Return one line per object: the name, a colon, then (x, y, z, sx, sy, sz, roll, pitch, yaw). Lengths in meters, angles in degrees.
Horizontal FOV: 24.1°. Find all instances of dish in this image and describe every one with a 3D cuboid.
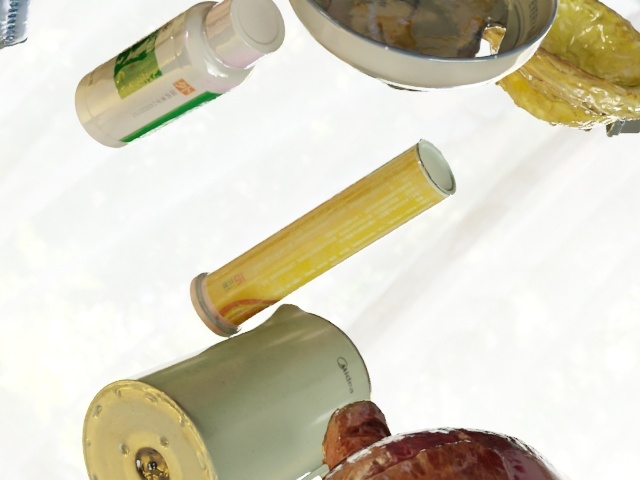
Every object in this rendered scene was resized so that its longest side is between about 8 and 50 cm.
dish: (0.089, -0.219, 1.494, 0.273, 0.273, 0.134, 41, 141, 25)

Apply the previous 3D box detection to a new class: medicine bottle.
medicine bottle: (0.000, 0.000, 2.154, 0.108, 0.426, 0.108, 40, -148, -32)
medicine bottle: (-0.141, -0.171, 1.491, 0.095, 0.095, 0.260, 37, 144, -29)

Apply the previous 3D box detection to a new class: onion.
onion: (0.096, 0.300, 1.457, 0.348, 0.348, 0.385, 35, -164, -41)

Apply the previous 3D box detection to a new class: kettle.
kettle: (-0.096, 0.306, 2.108, 0.377, 0.250, 0.361, -23, -90, -49)

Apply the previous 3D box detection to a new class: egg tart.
egg tart: (0.333, -0.248, 2.069, 0.315, 0.120, 0.315, 20, -145, -14)

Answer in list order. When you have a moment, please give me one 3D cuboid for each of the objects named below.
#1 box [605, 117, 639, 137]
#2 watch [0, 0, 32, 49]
box: (0.477, -0.214, 2.334, 0.054, 0.099, 0.074, 3, 153, -2)
watch: (-0.334, -0.310, 1.451, 0.274, 0.068, 0.276, 8, 127, 60)
